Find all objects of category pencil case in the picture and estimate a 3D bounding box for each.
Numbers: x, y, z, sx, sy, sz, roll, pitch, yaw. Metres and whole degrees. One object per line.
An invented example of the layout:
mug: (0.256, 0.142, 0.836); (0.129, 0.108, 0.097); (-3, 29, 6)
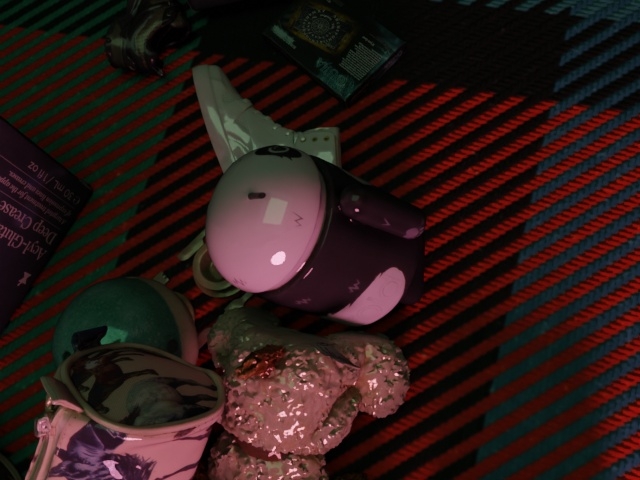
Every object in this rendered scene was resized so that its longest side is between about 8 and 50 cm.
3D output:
pencil case: (-0.252, 0.298, 0.732); (0.160, 0.183, 0.411); (47, 117, 52)

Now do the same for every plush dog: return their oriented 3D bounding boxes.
plush dog: (-0.046, 0.214, 0.806); (0.262, 0.210, 0.226); (10, 98, 16)

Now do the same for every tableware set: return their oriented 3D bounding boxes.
tableware set: (-0.174, 0.069, 0.949); (0.194, 0.039, 0.128); (-44, 68, -6)

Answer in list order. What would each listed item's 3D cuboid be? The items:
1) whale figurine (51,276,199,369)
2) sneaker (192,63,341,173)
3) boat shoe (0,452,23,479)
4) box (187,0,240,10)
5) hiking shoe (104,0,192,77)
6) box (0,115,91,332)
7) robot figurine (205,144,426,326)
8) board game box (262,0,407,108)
whale figurine: (-0.244, 0.181, 0.843); (0.216, 0.141, 0.272); (6, 94, 35)
sneaker: (-0.059, -0.136, 0.970); (0.169, 0.108, 0.293); (-24, 77, 1)
boat shoe: (-0.421, 0.327, 0.891); (0.223, 0.073, 0.080); (33, 80, 20)
box: (-0.100, -0.463, 1.101); (0.232, 0.059, 0.184); (-10, 59, 9)
hiking shoe: (-0.247, -0.360, 1.107); (0.114, 0.086, 0.227); (18, 81, 4)
box: (-0.546, 0.000, 0.917); (0.211, 0.293, 0.396); (25, 78, 20)
robot figurine: (0.001, -0.003, 0.814); (0.209, 0.278, 0.174); (-53, 39, 19)
board game box: (0.018, -0.295, 1.045); (0.126, 0.026, 0.186); (-44, 68, -5)
